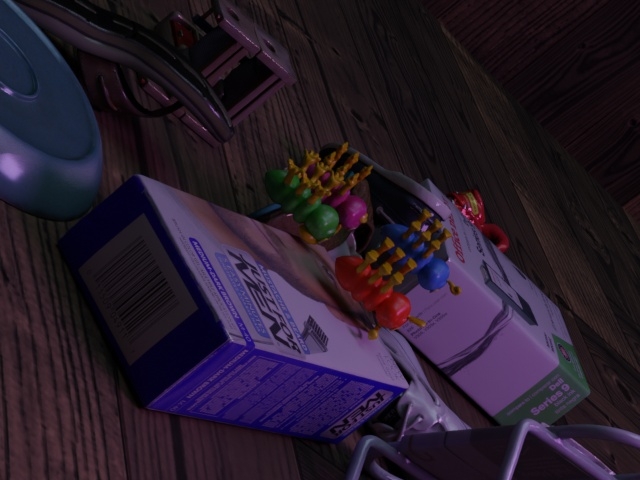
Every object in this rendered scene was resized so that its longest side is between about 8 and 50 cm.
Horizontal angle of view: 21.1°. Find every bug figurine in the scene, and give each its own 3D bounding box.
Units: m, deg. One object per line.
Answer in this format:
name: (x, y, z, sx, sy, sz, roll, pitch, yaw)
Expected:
bug figurine: (0.043, -0.003, 1.728, 0.216, 0.072, 0.279, 46, 18, 5)

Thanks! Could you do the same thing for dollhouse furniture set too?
dollhouse furniture set: (-0.132, -0.233, 1.993, 0.129, 0.129, 0.184, 39, 22, -36)

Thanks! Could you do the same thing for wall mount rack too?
wall mount rack: (0.193, 0.279, 1.608, 0.304, 0.350, 0.130, 38, 58, -31)

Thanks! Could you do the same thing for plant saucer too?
plant saucer: (-0.302, -0.156, 1.546, 0.317, 0.043, 0.317, 45, 18, -19)

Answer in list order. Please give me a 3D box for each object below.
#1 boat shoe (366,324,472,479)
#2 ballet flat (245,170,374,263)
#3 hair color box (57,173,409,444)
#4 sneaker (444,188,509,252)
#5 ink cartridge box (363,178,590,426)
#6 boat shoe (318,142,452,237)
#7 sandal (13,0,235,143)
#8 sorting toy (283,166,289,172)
boat shoe: (0.087, 0.187, 1.793, 0.084, 0.095, 0.258, 24, 22, -50)
ballet flat: (0.000, 0.000, 1.939, 0.342, 0.116, 0.124, -33, 103, -77)
hair color box: (-0.070, 0.071, 1.572, 0.185, 0.110, 0.339, 59, 16, 25)
sneaker: (0.165, -0.039, 2.389, 0.279, 0.118, 0.107, 34, 23, -45)
ink cartridge box: (0.195, 0.090, 2.195, 0.289, 0.121, 0.211, 43, 18, -26)
boat shoe: (0.062, -0.051, 2.150, 0.254, 0.079, 0.095, 30, -10, 47)
sandal: (-0.221, -0.183, 1.757, 0.302, 0.086, 0.120, 29, 14, -13)
sorting toy: (-0.034, -0.061, 2.097, 0.083, 0.012, 0.062, 44, 23, -35)
